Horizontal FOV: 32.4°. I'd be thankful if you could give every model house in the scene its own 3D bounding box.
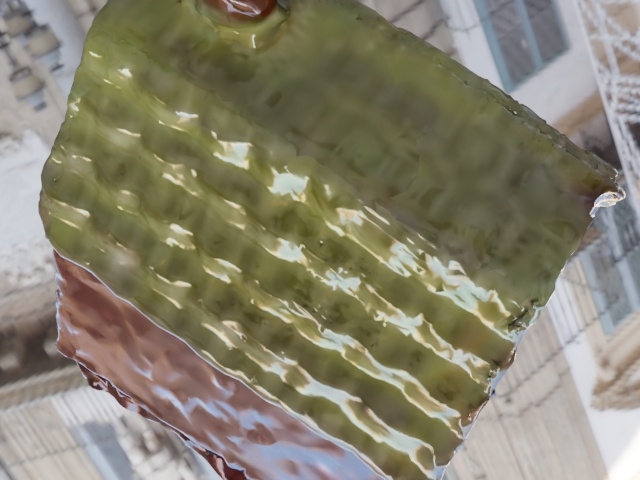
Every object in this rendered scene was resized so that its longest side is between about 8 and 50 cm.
[{"bbox_3d":[0.000,0.000,0.459,0.196,0.254,0.160,33,-116,10],"label":"model house"}]
